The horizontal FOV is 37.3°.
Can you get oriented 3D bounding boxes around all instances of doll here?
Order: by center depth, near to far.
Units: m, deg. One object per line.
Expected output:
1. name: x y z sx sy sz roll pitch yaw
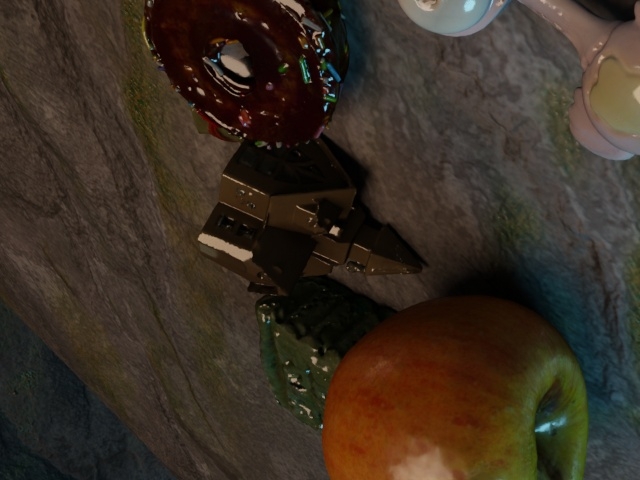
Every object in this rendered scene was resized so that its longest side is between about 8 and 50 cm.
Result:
1. doll: 0.185 -0.171 0.725 0.365 0.094 0.160 40 146 10

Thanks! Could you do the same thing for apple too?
1. apple: 0.137 0.200 1.019 0.275 0.299 0.299 7 132 35

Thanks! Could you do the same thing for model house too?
1. model house: 0.000 0.000 1.121 0.248 0.176 0.181 23 145 7

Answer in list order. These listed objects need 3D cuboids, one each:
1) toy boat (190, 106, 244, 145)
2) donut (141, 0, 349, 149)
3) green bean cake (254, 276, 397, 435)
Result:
1. toy boat: -0.121 -0.175 1.127 0.089 0.071 0.185 -102 2 -47
2. donut: -0.071 -0.206 0.982 0.235 0.089 0.235 20 138 18
3. green bean cake: 0.028 0.182 1.308 0.255 0.132 0.241 28 149 28
